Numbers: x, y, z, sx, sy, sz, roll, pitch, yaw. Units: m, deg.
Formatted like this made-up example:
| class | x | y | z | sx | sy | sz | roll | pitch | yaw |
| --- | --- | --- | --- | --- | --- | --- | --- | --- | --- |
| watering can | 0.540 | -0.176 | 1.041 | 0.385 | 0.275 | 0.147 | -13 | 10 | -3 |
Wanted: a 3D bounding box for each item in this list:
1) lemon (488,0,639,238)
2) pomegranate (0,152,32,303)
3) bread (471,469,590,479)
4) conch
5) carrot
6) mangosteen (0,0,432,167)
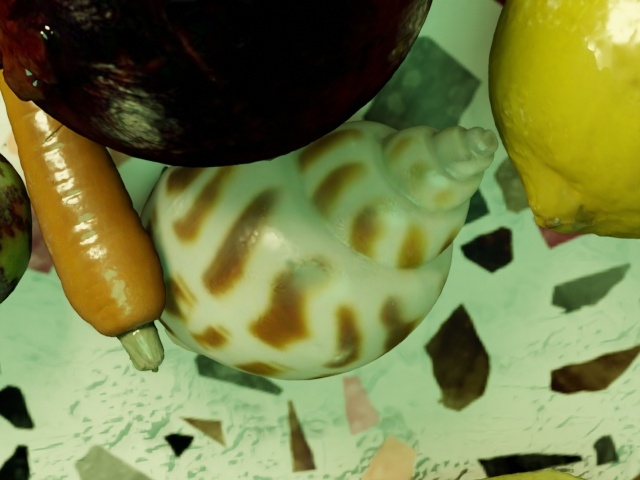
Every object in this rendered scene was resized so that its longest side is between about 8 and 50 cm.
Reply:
| class | x | y | z | sx | sy | sz | roll | pitch | yaw |
| --- | --- | --- | --- | --- | --- | --- | --- | --- | --- |
| lemon | 0.232 | -0.128 | 1.053 | 0.263 | 0.236 | 0.236 | -23 | 112 | 8 |
| pomegranate | -0.264 | 0.010 | 1.082 | 0.148 | 0.148 | 0.169 | 17 | 106 | -14 |
| bread | 0.139 | 0.276 | 1.174 | 0.269 | 0.270 | 0.148 | -9 | 112 | -5 |
| conch | 0.000 | 0.000 | 1.108 | 0.275 | 0.149 | 0.183 | -40 | 115 | 10 |
| carrot | -0.173 | -0.068 | 1.074 | 0.069 | 0.069 | 0.336 | -23 | 89 | 1 |
| mangosteen | -0.053 | -0.206 | 0.965 | 0.347 | 0.307 | 0.307 | -39 | 115 | -28 |
